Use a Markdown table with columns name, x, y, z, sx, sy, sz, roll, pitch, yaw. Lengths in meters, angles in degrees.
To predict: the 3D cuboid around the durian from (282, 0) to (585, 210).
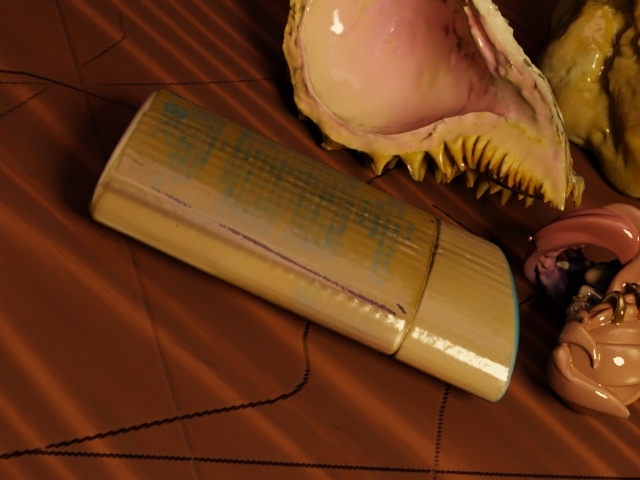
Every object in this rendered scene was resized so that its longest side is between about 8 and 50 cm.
| name | x | y | z | sx | sy | sz | roll | pitch | yaw |
| --- | --- | --- | --- | --- | --- | --- | --- | --- | --- |
| durian | 0.108 | -0.117 | 1.079 | 0.305 | 0.185 | 0.195 | 50 | 21 | 21 |

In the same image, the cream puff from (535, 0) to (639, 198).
| name | x | y | z | sx | sy | sz | roll | pitch | yaw |
| --- | --- | --- | --- | --- | --- | --- | --- | --- | --- |
| cream puff | 0.358 | -0.180 | 1.230 | 0.291 | 0.257 | 0.324 | 24 | 35 | 1 |

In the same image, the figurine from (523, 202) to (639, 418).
| name | x | y | z | sx | sy | sz | roll | pitch | yaw |
| --- | --- | --- | --- | --- | --- | --- | --- | --- | --- |
| figurine | 0.202 | 0.047 | 0.959 | 0.114 | 0.126 | 0.157 | -10 | 38 | 6 |

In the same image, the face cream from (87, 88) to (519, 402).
| name | x | y | z | sx | sy | sz | roll | pitch | yaw |
| --- | --- | --- | --- | --- | --- | --- | --- | --- | --- |
| face cream | 0.000 | 0.000 | 0.920 | 0.285 | 0.067 | 0.139 | 25 | 36 | -4 |
